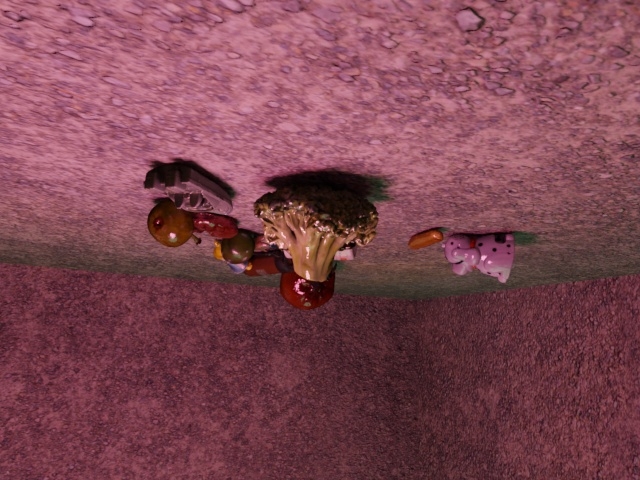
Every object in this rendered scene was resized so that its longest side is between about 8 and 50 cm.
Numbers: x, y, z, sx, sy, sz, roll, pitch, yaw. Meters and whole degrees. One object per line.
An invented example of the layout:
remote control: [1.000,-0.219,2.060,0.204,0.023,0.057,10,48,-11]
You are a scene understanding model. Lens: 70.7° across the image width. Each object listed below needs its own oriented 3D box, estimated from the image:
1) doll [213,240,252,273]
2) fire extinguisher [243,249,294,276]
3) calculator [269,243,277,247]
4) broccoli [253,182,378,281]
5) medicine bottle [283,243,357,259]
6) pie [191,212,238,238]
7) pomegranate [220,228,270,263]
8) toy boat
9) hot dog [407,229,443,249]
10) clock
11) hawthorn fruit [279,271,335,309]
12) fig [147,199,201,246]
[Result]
doll: [-0.402,0.075,2.030,0.098,0.135,0.241,-25,145,7]
fire extinguisher: [-0.290,0.088,2.181,0.375,0.113,0.200,-11,119,39]
calculator: [-0.160,0.020,1.990,0.141,0.019,0.094,2,168,-6]
broccoli: [-0.016,-0.049,1.255,0.324,0.272,0.334,39,-168,25]
medicine bottle: [0.000,0.000,1.608,0.251,0.145,0.144,2,167,14]
pie: [-0.405,-0.054,1.636,0.218,0.054,0.204,12,164,-30]
pomegranate: [-0.303,0.018,1.802,0.191,0.131,0.152,-17,170,-26]
toy boat: [-0.337,-0.121,1.241,0.141,0.092,0.319,-1,168,20]
hot dog: [0.396,-0.008,1.716,0.066,0.047,0.215,19,164,-10]
clock: [0.588,0.050,1.709,0.253,0.189,0.189,5,168,15]
hawthorn fruit: [-0.067,0.217,2.294,0.294,0.295,0.311,3,168,-4]
fig: [-0.456,-0.050,1.488,0.151,0.152,0.259,-1,177,14]
